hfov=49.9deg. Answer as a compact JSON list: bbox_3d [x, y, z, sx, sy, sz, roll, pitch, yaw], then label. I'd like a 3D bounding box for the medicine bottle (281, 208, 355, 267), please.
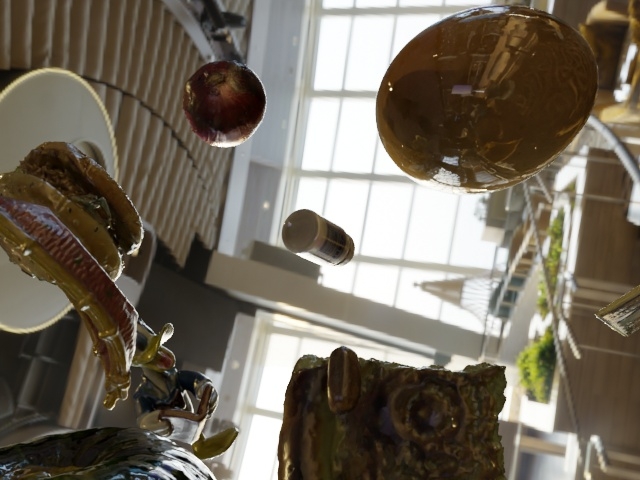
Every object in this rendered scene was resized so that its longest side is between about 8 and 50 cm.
[{"bbox_3d":[0.000,0.000,1.544,0.187,0.103,0.102,28,-109,-58],"label":"medicine bottle"}]

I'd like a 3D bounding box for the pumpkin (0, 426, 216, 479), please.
[{"bbox_3d":[-0.176,0.236,0.459,0.260,0.260,0.189,9,-105,-79],"label":"pumpkin"}]

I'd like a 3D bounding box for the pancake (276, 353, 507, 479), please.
[{"bbox_3d":[0.100,0.317,0.789,0.067,0.305,0.426,57,-158,-65],"label":"pancake"}]

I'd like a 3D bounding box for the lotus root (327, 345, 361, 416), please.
[{"bbox_3d":[0.027,0.158,0.788,0.030,0.037,0.083,71,-162,-50],"label":"lotus root"}]

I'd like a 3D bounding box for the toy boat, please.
[{"bbox_3d":[-0.307,0.052,0.816,0.099,0.141,0.318,-40,-73,-23],"label":"toy boat"}]

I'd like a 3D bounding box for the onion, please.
[{"bbox_3d":[-0.145,-0.209,1.039,0.131,0.131,0.131,9,-90,-79],"label":"onion"}]

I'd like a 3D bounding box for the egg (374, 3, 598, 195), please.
[{"bbox_3d":[0.275,-0.234,1.145,0.301,0.374,0.301,-24,-90,-88],"label":"egg"}]

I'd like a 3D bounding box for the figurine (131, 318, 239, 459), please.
[{"bbox_3d":[-0.294,0.273,1.210,0.338,0.204,0.283,61,158,-7],"label":"figurine"}]

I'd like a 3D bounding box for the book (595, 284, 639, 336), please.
[{"bbox_3d":[0.617,0.094,1.228,0.322,0.228,0.018,21,-145,-57],"label":"book"}]

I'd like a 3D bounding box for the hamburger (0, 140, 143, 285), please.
[{"bbox_3d":[-0.553,-0.057,1.466,0.276,0.318,0.195,85,-152,-43],"label":"hamburger"}]
